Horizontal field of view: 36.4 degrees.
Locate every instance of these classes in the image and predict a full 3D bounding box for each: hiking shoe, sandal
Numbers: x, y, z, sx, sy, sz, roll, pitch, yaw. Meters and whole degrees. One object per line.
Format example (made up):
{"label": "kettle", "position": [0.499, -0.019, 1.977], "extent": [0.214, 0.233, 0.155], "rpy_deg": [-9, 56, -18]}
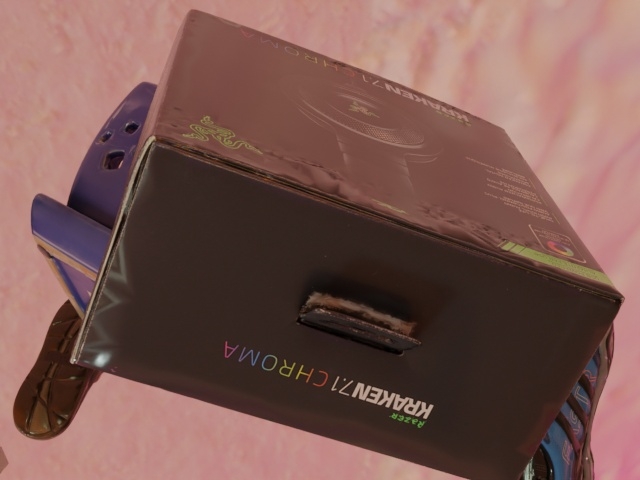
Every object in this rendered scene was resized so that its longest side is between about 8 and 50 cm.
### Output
{"label": "hiking shoe", "position": [0.198, 0.132, 0.882], "extent": [0.132, 0.113, 0.304], "rpy_deg": [1, 87, -59]}
{"label": "sandal", "position": [-0.270, 0.136, 1.098], "extent": [0.060, 0.090, 0.219], "rpy_deg": [93, 14, -52]}

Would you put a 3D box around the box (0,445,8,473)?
{"label": "box", "position": [-0.645, 0.416, 1.790], "extent": [0.101, 0.087, 0.102], "rpy_deg": [-59, 171, -31]}

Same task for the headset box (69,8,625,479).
{"label": "headset box", "position": [0.006, -0.006, 0.573], "extent": [0.246, 0.283, 0.131], "rpy_deg": [19, 113, -11]}

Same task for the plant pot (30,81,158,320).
{"label": "plant pot", "position": [-0.141, 0.011, 1.004], "extent": [0.212, 0.236, 0.236], "rpy_deg": [-47, 145, -27]}
